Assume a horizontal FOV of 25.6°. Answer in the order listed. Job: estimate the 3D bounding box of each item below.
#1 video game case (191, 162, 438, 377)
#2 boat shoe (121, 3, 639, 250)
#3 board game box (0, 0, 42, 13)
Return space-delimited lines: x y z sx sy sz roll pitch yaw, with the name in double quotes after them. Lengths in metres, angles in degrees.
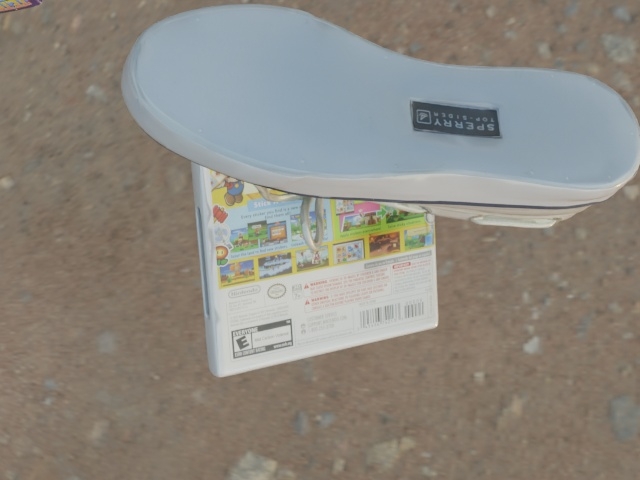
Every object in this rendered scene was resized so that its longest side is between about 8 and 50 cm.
0.000 0.000 1.249 0.227 0.026 0.206 -11 108 -24 "video game case"
0.033 -0.068 1.020 0.367 0.156 0.135 5 65 -15 "boat shoe"
-0.208 -0.232 0.789 0.141 0.048 0.170 33 52 -62 "board game box"
